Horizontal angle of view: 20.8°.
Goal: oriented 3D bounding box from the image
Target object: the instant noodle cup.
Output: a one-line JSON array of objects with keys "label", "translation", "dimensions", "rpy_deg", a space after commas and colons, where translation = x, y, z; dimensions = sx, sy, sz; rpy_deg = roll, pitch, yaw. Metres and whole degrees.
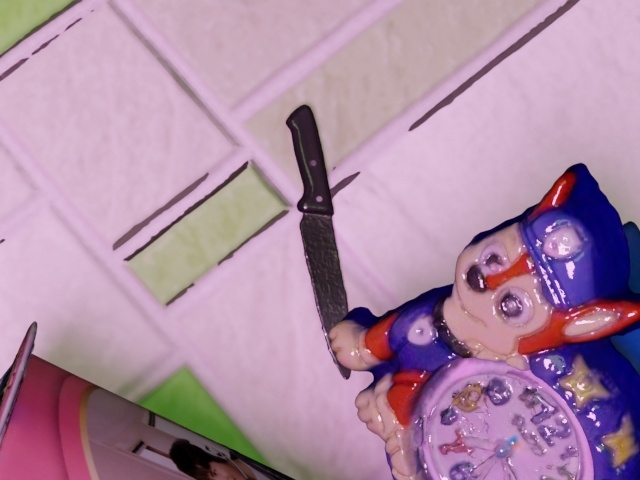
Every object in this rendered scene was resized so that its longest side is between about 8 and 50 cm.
[{"label": "instant noodle cup", "translation": [-0.071, 0.193, 0.866], "dimensions": [0.255, 0.244, 0.244], "rpy_deg": [21, 72, -8]}]

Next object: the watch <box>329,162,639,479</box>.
[{"label": "watch", "translation": [0.130, 0.068, 0.927], "dimensions": [0.196, 0.200, 0.171], "rpy_deg": [-34, 84, 30]}]

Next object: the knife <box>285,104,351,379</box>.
[{"label": "knife", "translation": [0.000, 0.000, 1.033], "dimensions": [0.023, 0.010, 0.170], "rpy_deg": [-8, 76, -10]}]
